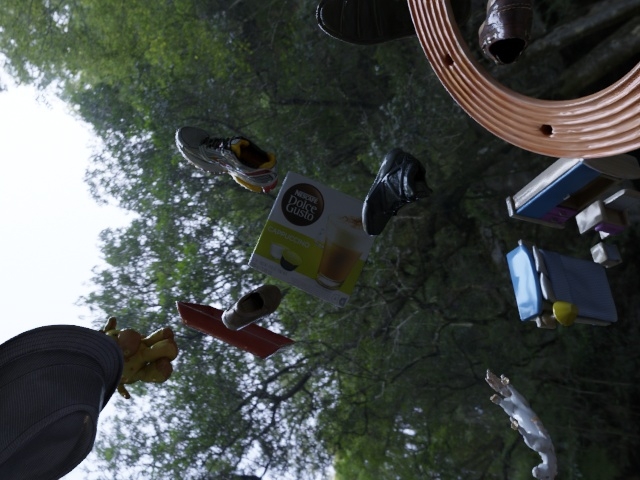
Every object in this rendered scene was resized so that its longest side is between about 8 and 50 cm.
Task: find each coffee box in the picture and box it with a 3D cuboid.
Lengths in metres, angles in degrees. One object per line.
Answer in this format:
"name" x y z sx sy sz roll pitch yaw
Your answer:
"coffee box" 0.000 0.000 1.598 0.337 0.338 0.335 24 -91 5

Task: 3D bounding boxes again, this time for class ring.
"ring" 0.196 -0.228 0.408 0.032 0.336 0.337 -35 -73 -17

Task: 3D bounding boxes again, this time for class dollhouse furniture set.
"dollhouse furniture set" 0.529 0.019 0.868 0.286 0.198 0.304 11 -120 -16

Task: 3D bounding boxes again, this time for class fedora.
"fedora" -0.418 0.272 0.701 0.275 0.124 0.244 -44 -39 -2

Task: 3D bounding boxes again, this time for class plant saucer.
"plant saucer" -0.198 0.220 1.129 0.258 0.258 0.048 20 -98 8

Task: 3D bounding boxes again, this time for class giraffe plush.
"giraffe plush" -0.503 0.287 1.222 0.210 0.181 0.171 -31 -50 -5

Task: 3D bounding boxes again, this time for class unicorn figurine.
"unicorn figurine" 0.290 0.263 0.656 0.111 0.060 0.162 47 -151 -33

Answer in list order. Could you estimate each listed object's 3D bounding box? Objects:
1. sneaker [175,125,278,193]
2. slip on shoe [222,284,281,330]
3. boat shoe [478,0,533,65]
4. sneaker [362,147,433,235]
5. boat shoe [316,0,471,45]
"sneaker" -0.185 -0.184 0.950 0.225 0.093 0.088 22 -123 -1
"slip on shoe" -0.102 0.100 0.760 0.051 0.041 0.135 50 -147 13
"boat shoe" 0.274 -0.299 0.696 0.207 0.073 0.073 -11 -84 -69
"sneaker" 0.186 -0.099 1.143 0.087 0.130 0.228 6 -67 -48
"boat shoe" 0.150 -0.457 0.961 0.104 0.306 0.111 -54 -32 -66
